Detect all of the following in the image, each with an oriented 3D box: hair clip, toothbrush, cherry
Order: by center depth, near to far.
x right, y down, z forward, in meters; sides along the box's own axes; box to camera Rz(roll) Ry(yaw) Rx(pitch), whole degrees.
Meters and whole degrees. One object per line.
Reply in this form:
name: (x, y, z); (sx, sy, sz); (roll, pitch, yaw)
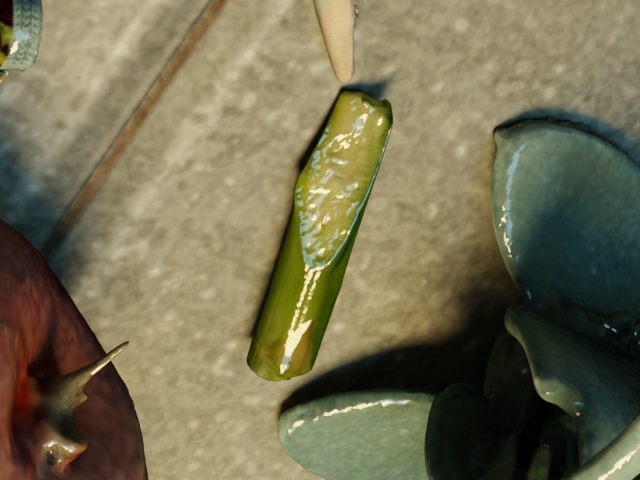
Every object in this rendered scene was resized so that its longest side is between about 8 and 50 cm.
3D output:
toothbrush: (-0.015, -0.225, 0.887); (0.037, 0.028, 0.375); (-18, 131, -6)
cherry: (-0.221, 0.106, 0.919); (0.307, 0.221, 0.261); (-25, 126, 10)
hair clip: (0.188, 0.130, 1.130); (0.318, 0.238, 0.392); (27, 111, -36)

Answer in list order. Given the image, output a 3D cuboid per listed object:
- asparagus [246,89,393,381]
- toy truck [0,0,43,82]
asparagus: (0.000, 0.000, 1.063); (0.045, 0.041, 0.178); (-5, 126, -34)
toy truck: (-0.152, -0.192, 0.782); (0.108, 0.140, 0.256); (2, 136, -28)
